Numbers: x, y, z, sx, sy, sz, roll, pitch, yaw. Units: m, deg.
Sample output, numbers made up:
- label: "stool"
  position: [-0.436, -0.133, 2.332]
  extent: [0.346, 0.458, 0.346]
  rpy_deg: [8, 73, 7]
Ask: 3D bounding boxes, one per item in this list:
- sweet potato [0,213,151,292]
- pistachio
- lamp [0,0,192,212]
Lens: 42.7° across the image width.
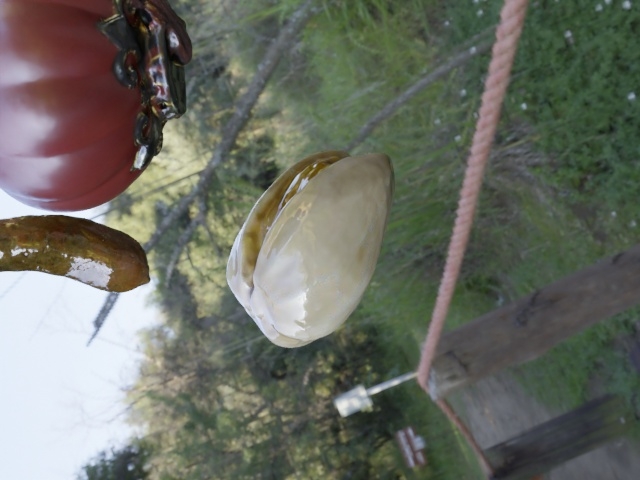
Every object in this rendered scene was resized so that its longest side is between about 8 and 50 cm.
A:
- label: "sweet potato"
  position: [-0.370, 0.010, 1.110]
  extent: [0.097, 0.291, 0.097]
  rpy_deg: [-170, 90, -68]
- label: "pistachio"
  position: [0.000, 0.000, 0.854]
  extent: [0.157, 0.230, 0.157]
  rpy_deg: [26, 160, 10]
- label: "lamp"
  position: [-0.206, -0.137, 0.666]
  extent: [0.227, 0.226, 0.227]
  rpy_deg: [-22, -90, -90]
